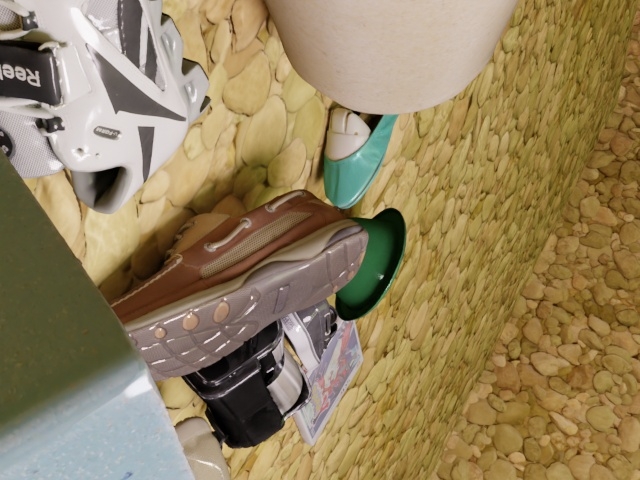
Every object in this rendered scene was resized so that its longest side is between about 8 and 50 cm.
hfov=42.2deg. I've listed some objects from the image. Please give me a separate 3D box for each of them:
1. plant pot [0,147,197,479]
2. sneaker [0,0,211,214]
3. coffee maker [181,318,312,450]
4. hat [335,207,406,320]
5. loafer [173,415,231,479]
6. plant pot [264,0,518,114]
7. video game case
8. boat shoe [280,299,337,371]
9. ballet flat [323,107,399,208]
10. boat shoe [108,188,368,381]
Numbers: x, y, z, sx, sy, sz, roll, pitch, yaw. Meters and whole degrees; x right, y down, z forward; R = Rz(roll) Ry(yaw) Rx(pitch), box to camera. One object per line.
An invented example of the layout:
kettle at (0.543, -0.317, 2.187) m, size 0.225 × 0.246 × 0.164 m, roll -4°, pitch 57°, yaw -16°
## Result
plant pot at (-0.232, 0.116, 0.456) m, size 0.252 × 0.247 × 0.247 m, roll -30°, pitch 143°, yaw -19°
sneaker at (-0.171, -0.117, 0.518) m, size 0.146 × 0.123 × 0.330 m, roll -63°, pitch 157°, yaw -16°
coffee maker at (-0.100, 0.163, 0.937) m, size 0.171 × 0.120 × 0.178 m, roll -57°, pitch 155°, yaw -22°
hat at (0.000, 0.000, 1.135) m, size 0.208 × 0.184 × 0.172 m, roll -28°, pitch -137°, yaw 60°
loafer at (-0.190, 0.280, 0.799) m, size 0.268 × 0.092 × 0.102 m, roll -38°, pitch 159°, yaw -30°
plant pot at (0.062, -0.271, 0.697) m, size 0.333 × 0.334 × 0.305 m, roll -61°, pitch 167°, yaw -17°
video game case at (0.011, 0.224, 1.365) m, size 0.183 × 0.023 × 0.201 m, roll -57°, pitch 155°, yaw -25°
boat shoe at (-0.012, 0.110, 1.081) m, size 0.076 × 0.080 × 0.228 m, roll -33°, pitch 160°, yaw -7°
ballet flat at (0.055, -0.161, 1.063) m, size 0.087 × 0.083 × 0.247 m, roll 43°, pitch 69°, yaw -40°
boat shoe at (-0.102, 0.037, 0.832) m, size 0.324 × 0.116 × 0.123 m, roll -23°, pitch 150°, yaw -35°
